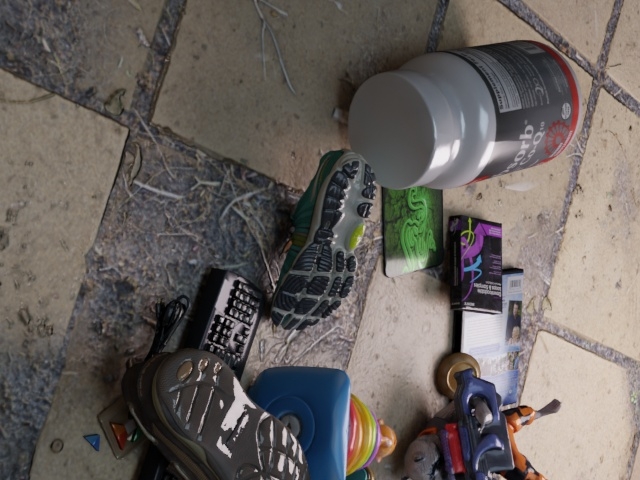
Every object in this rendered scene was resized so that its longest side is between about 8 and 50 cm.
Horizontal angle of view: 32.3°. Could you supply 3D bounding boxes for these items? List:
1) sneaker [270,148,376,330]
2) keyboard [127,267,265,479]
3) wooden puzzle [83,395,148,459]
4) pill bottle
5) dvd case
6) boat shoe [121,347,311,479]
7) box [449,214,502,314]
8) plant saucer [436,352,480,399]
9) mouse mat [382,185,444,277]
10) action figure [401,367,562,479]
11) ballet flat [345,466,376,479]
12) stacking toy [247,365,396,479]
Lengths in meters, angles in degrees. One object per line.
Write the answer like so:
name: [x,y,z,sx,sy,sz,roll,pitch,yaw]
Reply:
sneaker: [0.000,0.000,1.586,0.107,0.110,0.275,17,101,-29]
keyboard: [-0.173,0.189,1.476,0.201,0.033,0.317,30,73,-49]
wooden puzzle: [-0.247,0.237,1.430,0.116,0.014,0.078,-45,125,-31]
pill bottle: [0.225,-0.192,1.711,0.363,0.210,0.210,-16,107,-43]
dvd case: [0.298,0.179,1.973,0.180,0.022,0.253,-4,99,-44]
boat shoe: [-0.129,0.264,1.423,0.132,0.130,0.355,-54,129,-34]
box: [0.268,0.043,1.893,0.116,0.029,0.162,9,79,-43]
plant saucer: [0.241,0.235,1.900,0.083,0.015,0.083,-2,97,-17]
mouse mat: [0.153,-0.041,1.805,0.153,0.007,0.189,-12,105,-44]
action figure: [0.283,0.402,1.867,0.330,0.178,0.341,9,68,-27]
ballet flat: [0.030,0.458,1.704,0.232,0.080,0.073,-60,147,-19]
stacking toy: [0.030,0.287,1.643,0.302,0.166,0.175,21,69,-57]
